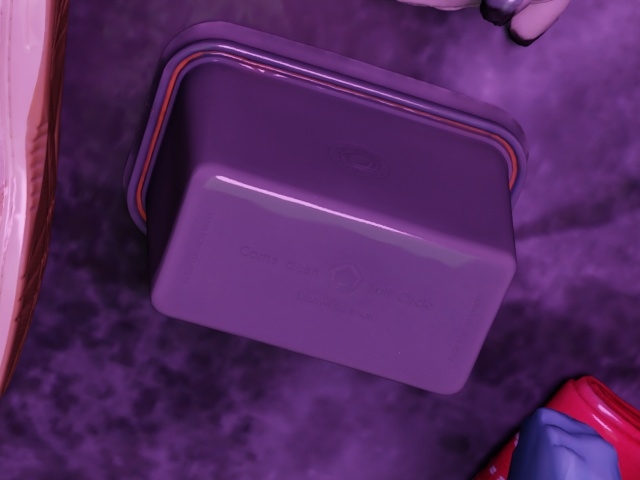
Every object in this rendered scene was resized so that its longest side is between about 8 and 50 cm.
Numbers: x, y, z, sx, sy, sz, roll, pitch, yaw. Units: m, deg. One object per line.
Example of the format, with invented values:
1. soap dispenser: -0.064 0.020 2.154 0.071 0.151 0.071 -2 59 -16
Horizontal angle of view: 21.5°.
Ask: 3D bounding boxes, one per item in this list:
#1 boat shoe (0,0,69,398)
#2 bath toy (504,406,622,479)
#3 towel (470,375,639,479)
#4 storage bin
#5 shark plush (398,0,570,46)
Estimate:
1. boat shoe: -0.120 -0.027 0.563 0.059 0.063 0.170 8 107 -3
2. bath toy: 0.226 0.125 0.557 0.348 0.151 0.129 6 105 -11
3. towel: 0.097 0.197 0.697 0.199 0.031 0.275 32 112 -16
4. storage bin: 0.000 0.000 0.560 0.135 0.091 0.098 17 115 -9
5. shark plush: 0.081 -0.128 0.521 0.161 0.073 0.067 -43 80 23
